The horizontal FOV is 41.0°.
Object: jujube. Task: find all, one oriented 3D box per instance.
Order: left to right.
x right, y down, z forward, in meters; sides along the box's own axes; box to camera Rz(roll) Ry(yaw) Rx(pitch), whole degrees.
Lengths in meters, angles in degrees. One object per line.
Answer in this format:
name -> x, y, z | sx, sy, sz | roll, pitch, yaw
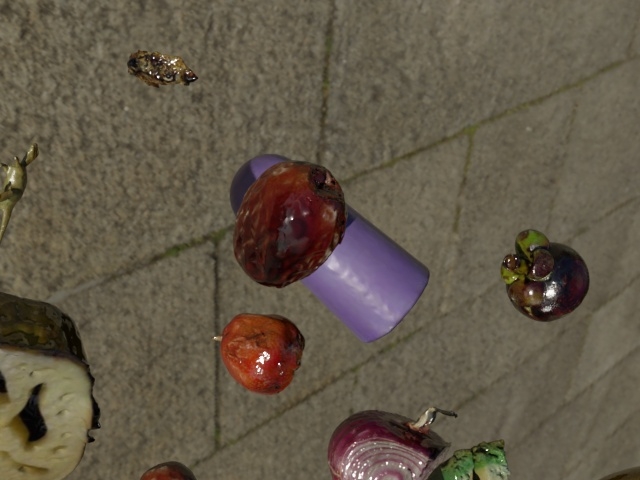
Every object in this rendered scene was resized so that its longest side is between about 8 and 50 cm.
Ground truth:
jujube -> -0.380, 0.691, 2.214 | 0.168, 0.168, 0.236 | -15, 87, -43
jujube -> -0.057, -0.026, 1.469 | 0.183, 0.183, 0.243 | -13, 152, -44

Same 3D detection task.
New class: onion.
onion -> 0.138, 0.472, 1.874 | 0.272, 0.230, 0.256 | -58, 160, -18

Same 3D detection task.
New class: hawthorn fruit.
hawthorn fruit -> -0.119, 0.225, 1.769 | 0.173, 0.179, 0.173 | -37, 167, -10

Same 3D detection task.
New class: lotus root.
lotus root -> -0.462, 0.228, 1.095 | 0.390, 0.111, 0.375 | -37, 134, 9

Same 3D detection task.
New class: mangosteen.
mangosteen -> 0.440, 0.067, 1.684 | 0.172, 0.172, 0.184 | -35, 113, -27

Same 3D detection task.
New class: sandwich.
sandwich -> 0.224, 0.487, 1.390 | 0.109, 0.212, 0.292 | 9, 130, -35

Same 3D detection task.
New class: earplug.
earplug -> 0.000, 0.000, 1.813 | 0.456, 0.215, 0.215 | 41, 82, -10

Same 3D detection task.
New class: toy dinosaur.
toy dinosaur -> -0.505, -0.075, 1.416 | 0.126, 0.039, 0.162 | -49, 161, -34

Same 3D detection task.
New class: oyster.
oyster -> -0.271, -0.290, 1.457 | 0.086, 0.132, 0.029 | 51, 48, -33

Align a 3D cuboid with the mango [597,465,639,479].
mango -> 0.526, 0.447, 1.298 | 0.317, 0.211, 0.173 | -5, 160, -9
